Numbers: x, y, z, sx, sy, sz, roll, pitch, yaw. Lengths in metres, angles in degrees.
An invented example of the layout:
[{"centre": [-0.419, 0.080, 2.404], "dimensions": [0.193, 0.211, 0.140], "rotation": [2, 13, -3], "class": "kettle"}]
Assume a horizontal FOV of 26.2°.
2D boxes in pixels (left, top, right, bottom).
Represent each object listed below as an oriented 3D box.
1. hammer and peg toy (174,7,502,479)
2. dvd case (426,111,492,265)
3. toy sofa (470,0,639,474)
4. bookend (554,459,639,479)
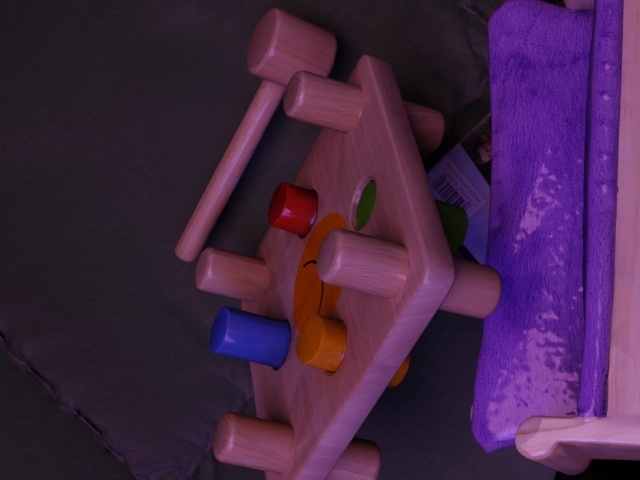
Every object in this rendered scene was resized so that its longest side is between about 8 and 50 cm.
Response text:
[{"centre": [0.000, 0.000, 1.054], "dimensions": [0.127, 0.361, 0.266], "rotation": [15, 125, -22], "class": "hammer and peg toy"}, {"centre": [0.214, -0.055, 1.057], "dimensions": [0.253, 0.022, 0.180], "rotation": [-44, 78, 19], "class": "dvd case"}, {"centre": [0.181, -0.027, 0.929], "dimensions": [0.177, 0.150, 0.362], "rotation": [1, 78, 18], "class": "toy sofa"}, {"centre": [0.209, 0.241, 0.997], "dimensions": [0.072, 0.157, 0.156], "rotation": [12, 98, -3], "class": "bookend"}]
